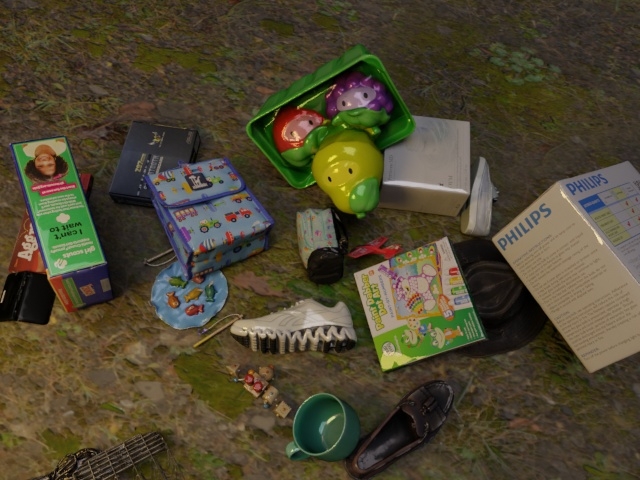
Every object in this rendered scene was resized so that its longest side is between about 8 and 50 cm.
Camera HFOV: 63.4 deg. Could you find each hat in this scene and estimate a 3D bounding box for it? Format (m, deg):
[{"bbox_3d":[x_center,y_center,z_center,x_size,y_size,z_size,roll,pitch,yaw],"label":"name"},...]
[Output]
[{"bbox_3d":[0.410,0.115,1.251,0.331,0.134,0.331,1,66,-2],"label":"hat"}]

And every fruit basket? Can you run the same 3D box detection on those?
[{"bbox_3d":[0.037,-0.247,1.260,0.392,0.283,0.392,-23,42,22],"label":"fruit basket"}]

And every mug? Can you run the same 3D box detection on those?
[{"bbox_3d":[0.009,0.408,1.118,0.158,0.097,0.129,-15,52,29],"label":"mug"}]

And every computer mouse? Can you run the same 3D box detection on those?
[{"bbox_3d":[-0.494,0.581,1.045,0.188,0.072,0.272,-28,60,-15],"label":"computer mouse"}]

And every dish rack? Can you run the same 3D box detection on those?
[{"bbox_3d":[-0.359,0.503,1.011,0.208,0.074,0.271,-20,33,-30],"label":"dish rack"}]

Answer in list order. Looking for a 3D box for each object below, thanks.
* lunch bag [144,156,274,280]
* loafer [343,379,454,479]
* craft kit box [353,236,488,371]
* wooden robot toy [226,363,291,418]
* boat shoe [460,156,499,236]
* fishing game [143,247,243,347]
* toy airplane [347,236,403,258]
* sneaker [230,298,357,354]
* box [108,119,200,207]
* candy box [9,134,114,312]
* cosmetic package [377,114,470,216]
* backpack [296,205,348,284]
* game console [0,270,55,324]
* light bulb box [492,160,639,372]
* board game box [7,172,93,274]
[{"bbox_3d":[-0.285,-0.084,1.289,0.221,0.138,0.293,-22,65,-26],"label":"lunch bag"},{"bbox_3d":[0.184,0.413,1.130,0.302,0.095,0.109,-34,73,-16],"label":"loafer"},{"bbox_3d":[0.227,0.150,1.211,0.246,0.061,0.250,-25,66,21],"label":"craft kit box"},{"bbox_3d":[-0.126,0.317,1.174,0.173,0.076,0.079,37,59,12],"label":"wooden robot toy"},{"bbox_3d":[0.431,-0.114,1.387,0.081,0.079,0.227,15,71,-6],"label":"boat shoe"},{"bbox_3d":[-0.322,0.122,1.262,0.189,0.041,0.264,-27,70,-16],"label":"fishing game"},{"bbox_3d":[0.141,0.023,1.291,0.151,0.151,0.028,-15,104,-9],"label":"toy airplane"},{"bbox_3d":[-0.063,0.198,1.214,0.292,0.110,0.118,2,59,-11],"label":"sneaker"},{"bbox_3d":[-0.437,-0.200,1.384,0.183,0.059,0.233,9,67,2],"label":"box"},{"bbox_3d":[-0.573,-0.026,1.164,0.122,0.268,0.317,-19,74,-26],"label":"candy box"},{"bbox_3d":[0.270,-0.201,1.378,0.224,0.138,0.224,6,67,1],"label":"cosmetic package"},{"bbox_3d":[0.000,0.000,1.277,0.115,0.152,0.182,-1,54,-13],"label":"backpack"},{"bbox_3d":[-0.708,0.141,1.250,0.107,0.071,0.122,-10,63,26],"label":"game console"},{"bbox_3d":[0.658,0.043,1.180,0.358,0.225,0.361,-15,65,-37],"label":"light bulb box"},{"bbox_3d":[-0.683,-0.048,1.324,0.145,0.027,0.281,2,67,-1],"label":"board game box"}]
